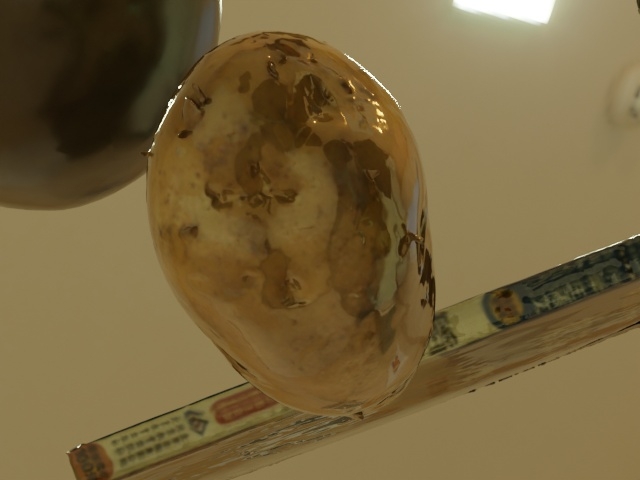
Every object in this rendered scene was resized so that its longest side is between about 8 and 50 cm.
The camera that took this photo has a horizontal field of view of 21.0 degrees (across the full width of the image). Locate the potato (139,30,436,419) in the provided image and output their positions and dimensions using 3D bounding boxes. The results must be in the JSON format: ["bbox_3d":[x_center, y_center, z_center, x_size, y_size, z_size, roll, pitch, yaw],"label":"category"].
[{"bbox_3d":[-0.001,0.004,0.827,0.161,0.128,0.234,-59,-35,-48],"label":"potato"}]

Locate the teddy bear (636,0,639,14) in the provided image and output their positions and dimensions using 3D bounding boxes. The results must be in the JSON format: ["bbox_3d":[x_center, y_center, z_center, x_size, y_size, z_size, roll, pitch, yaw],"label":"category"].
[{"bbox_3d":[0.219,-0.157,0.747,0.111,0.213,0.133,32,-105,-32],"label":"teddy bear"}]

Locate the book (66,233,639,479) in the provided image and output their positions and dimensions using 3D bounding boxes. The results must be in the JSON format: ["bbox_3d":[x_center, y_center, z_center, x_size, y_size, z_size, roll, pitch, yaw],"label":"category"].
[{"bbox_3d":[0.049,0.102,1.263,0.428,0.039,0.300,-21,-13,2],"label":"book"}]

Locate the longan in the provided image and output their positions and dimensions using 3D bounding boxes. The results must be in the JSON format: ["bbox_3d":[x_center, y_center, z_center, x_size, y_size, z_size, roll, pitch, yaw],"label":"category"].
[{"bbox_3d":[-0.264,-0.198,1.432,0.361,0.361,0.361,-28,-49,-39],"label":"longan"}]
